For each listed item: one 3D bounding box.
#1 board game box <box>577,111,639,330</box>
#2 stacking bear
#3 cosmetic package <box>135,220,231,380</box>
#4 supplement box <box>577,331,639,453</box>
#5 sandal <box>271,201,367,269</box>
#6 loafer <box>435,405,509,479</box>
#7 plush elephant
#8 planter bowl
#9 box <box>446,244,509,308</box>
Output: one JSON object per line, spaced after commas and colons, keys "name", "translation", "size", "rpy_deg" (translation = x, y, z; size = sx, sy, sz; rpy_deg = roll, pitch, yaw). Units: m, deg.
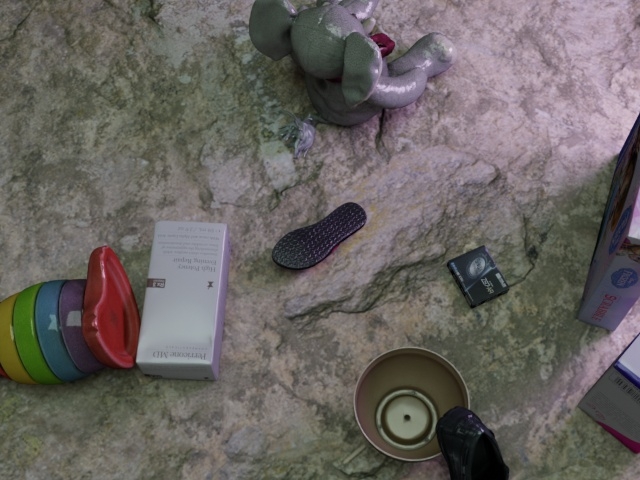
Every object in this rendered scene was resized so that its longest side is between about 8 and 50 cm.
{"name": "board game box", "translation": [0.470, -0.068, 1.410], "size": [0.066, 0.318, 0.318], "rpy_deg": [17, 67, 10]}
{"name": "stacking bear", "translation": [-0.426, 0.139, 1.423], "size": [0.289, 0.164, 0.175], "rpy_deg": [-12, 48, 8]}
{"name": "cosmetic package", "translation": [-0.205, 0.091, 1.478], "size": [0.117, 0.085, 0.231], "rpy_deg": [1, 65, 2]}
{"name": "supplement box", "translation": [0.455, 0.201, 1.343], "size": [0.111, 0.220, 0.114], "rpy_deg": [40, 71, 16]}
{"name": "sandal", "translation": [0.000, 0.000, 1.544], "size": [0.179, 0.040, 0.067], "rpy_deg": [-31, 74, -28]}
{"name": "loafer", "translation": [0.217, 0.321, 1.303], "size": [0.076, 0.223, 0.078], "rpy_deg": [-35, 32, -21]}
{"name": "plush elephant", "translation": [0.037, -0.316, 1.559], "size": [0.272, 0.255, 0.330], "rpy_deg": [34, 71, 15]}
{"name": "planter bowl", "translation": [0.128, 0.246, 1.389], "size": [0.162, 0.109, 0.162], "rpy_deg": [-1, 66, 2]}
{"name": "box", "translation": [0.247, 0.057, 1.520], "size": [0.067, 0.018, 0.083], "rpy_deg": [-23, 67, -8]}
